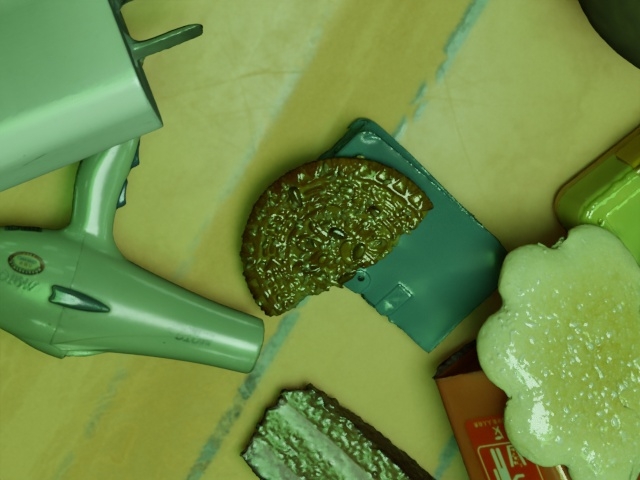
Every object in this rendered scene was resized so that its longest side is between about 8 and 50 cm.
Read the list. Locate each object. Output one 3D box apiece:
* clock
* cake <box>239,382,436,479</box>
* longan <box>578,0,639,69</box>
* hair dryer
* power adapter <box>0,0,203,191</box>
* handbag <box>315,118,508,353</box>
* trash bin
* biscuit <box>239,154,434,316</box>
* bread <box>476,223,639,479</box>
[{"bbox_3d":[0.351,-0.043,1.301,0.202,0.096,0.143,-38,103,2],"label":"clock"},{"bbox_3d":[0.054,0.271,1.343,0.295,0.113,0.116,39,96,-9],"label":"cake"},{"bbox_3d":[0.367,-0.288,1.175,0.300,0.243,0.300,-4,72,13],"label":"longan"},{"bbox_3d":[-0.159,0.009,1.254,0.296,0.119,0.298,38,87,-13],"label":"hair dryer"},{"bbox_3d":[-0.233,-0.169,1.161,0.255,0.124,0.187,-21,78,0],"label":"power adapter"},{"bbox_3d":[0.075,-0.003,1.303,0.221,0.057,0.144,41,103,-15],"label":"handbag"},{"bbox_3d":[0.234,0.204,1.310,0.184,0.161,0.239,-28,96,-45],"label":"trash bin"},{"bbox_3d":[-0.001,-0.012,1.261,0.206,0.025,0.126,-36,105,18],"label":"biscuit"},{"bbox_3d":[0.243,0.118,1.210,0.181,0.039,0.251,-18,87,-18],"label":"bread"}]
